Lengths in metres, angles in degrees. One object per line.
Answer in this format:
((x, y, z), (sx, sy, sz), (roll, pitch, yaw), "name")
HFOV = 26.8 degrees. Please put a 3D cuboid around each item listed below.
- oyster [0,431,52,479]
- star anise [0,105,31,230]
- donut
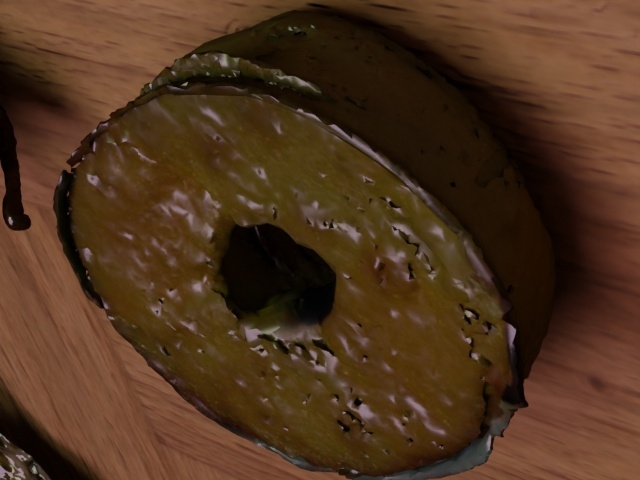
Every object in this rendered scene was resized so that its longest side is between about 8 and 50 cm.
((-0.373, 0.242, 1.282), (0.351, 0.114, 0.238), (15, 155, -23), "oyster")
((-0.274, -0.078, 0.850), (0.190, 0.126, 0.220), (-23, 88, 27), "star anise")
((0.000, 0.000, 0.672), (0.272, 0.107, 0.272), (24, 143, 20), "donut")
